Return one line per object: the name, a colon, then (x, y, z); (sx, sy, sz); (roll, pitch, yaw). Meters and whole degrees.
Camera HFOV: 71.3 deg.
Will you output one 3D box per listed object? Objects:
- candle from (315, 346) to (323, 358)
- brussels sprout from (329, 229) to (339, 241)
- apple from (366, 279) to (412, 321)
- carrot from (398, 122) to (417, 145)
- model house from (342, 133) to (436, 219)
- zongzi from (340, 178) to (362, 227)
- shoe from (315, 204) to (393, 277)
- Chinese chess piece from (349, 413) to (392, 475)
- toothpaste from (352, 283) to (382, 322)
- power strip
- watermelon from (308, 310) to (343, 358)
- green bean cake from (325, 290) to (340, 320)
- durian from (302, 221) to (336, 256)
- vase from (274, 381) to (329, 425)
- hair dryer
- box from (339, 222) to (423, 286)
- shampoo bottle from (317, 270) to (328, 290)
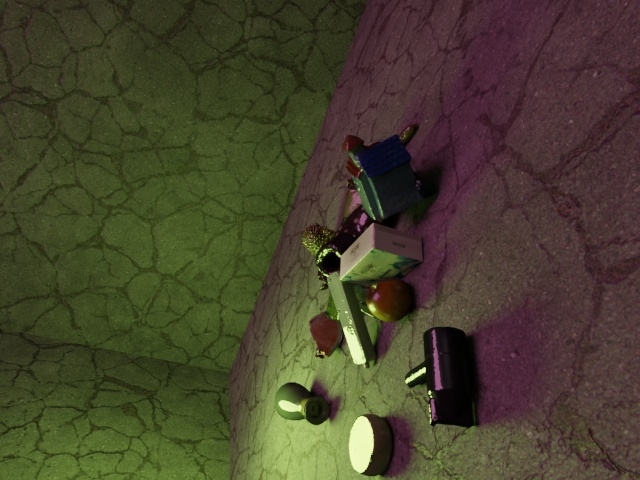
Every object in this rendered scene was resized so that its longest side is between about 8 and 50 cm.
candle: (0.036, 0.413, 2.165); (0.051, 0.048, 0.328); (-177, 104, -81)
brussels sprout: (0.101, 0.015, 2.227); (0.155, 0.118, 0.154); (-173, 90, -77)
apple: (0.238, 0.201, 1.563); (0.146, 0.147, 0.163); (136, 149, -56)
carrot: (0.328, -0.412, 2.014); (0.342, 0.070, 0.070); (128, 153, -47)
model house: (0.215, -0.284, 1.659); (0.252, 0.329, 0.295); (-31, 22, 3)
zongzi: (0.222, -0.117, 1.968); (0.318, 0.154, 0.289); (24, 107, 58)
shoe: (0.133, 0.006, 1.880); (0.384, 0.171, 0.237); (-44, 2, 36)
Chinese chess piece: (0.164, 0.672, 1.470); (0.188, 0.083, 0.188); (-165, 90, -71)
toothpaste: (0.150, 0.219, 1.786); (0.283, 0.068, 0.099); (24, 143, 42)
power strip: (0.122, 0.304, 1.727); (0.091, 0.063, 0.384); (-36, 68, 54)
watermelon: (0.045, 0.420, 2.064); (0.146, 0.128, 0.231); (-33, 61, 7)
green bean cake: (0.111, 0.254, 1.973); (0.200, 0.113, 0.214); (170, 116, -72)
durian: (0.001, 0.002, 2.401); (0.177, 0.200, 0.237); (-37, 33, -4)
vase: (-0.083, 0.750, 2.035); (0.321, 0.174, 0.173); (-25, 51, 63)
hair dryer: (0.313, 0.406, 1.247); (0.302, 0.116, 0.244); (112, 166, -58)
box: (0.219, 0.069, 1.654); (0.274, 0.203, 0.116); (130, 150, -52)
shampoo bottle: (0.021, 0.167, 2.415); (0.068, 0.067, 0.236); (-50, 27, 34)
